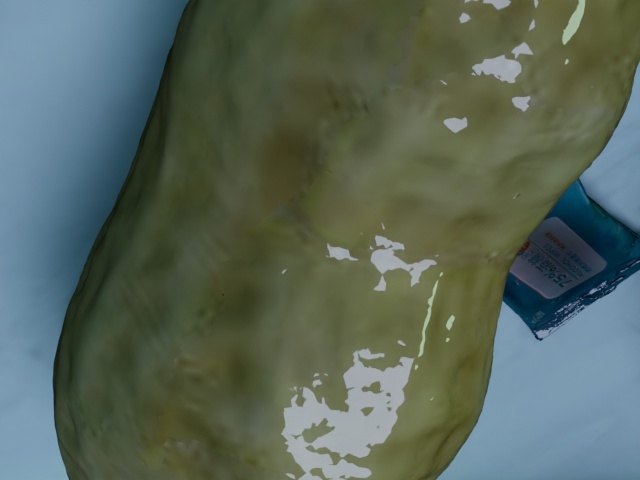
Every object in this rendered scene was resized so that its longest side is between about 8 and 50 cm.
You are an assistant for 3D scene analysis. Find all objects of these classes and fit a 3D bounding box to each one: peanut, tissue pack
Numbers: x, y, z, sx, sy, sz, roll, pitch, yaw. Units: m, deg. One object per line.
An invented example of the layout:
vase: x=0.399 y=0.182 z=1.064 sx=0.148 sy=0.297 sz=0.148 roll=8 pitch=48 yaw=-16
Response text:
peanut: x=0.000 y=0.000 z=0.505 sx=0.170 sy=0.192 sz=0.387 roll=12 pitch=125 yaw=-17
tissue pack: x=0.117 y=0.001 z=0.663 sx=0.085 sy=0.028 sz=0.138 roll=-36 pitch=137 yaw=16
